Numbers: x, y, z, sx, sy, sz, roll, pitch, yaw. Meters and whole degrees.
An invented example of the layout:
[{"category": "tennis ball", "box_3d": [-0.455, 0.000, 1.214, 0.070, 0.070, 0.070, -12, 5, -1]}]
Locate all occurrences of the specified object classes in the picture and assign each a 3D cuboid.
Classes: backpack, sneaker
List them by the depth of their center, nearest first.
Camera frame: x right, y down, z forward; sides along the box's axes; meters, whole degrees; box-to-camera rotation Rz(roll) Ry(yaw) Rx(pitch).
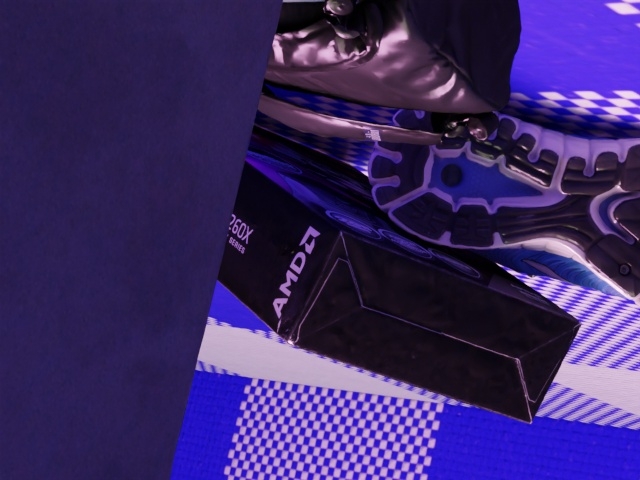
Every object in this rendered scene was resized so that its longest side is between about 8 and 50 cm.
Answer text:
[{"category": "backpack", "box_3d": [0.005, -0.129, 1.023, 0.182, 0.115, 0.152, 8, 157, 34]}, {"category": "sneaker", "box_3d": [0.198, -0.024, 1.385, 0.330, 0.130, 0.147, 18, -177, 2]}]

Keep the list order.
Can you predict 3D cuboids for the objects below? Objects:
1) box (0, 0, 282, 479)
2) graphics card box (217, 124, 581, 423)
[{"category": "box", "box_3d": [-0.291, -0.076, 0.670, 0.471, 0.480, 0.297, 7, 169, 33]}, {"category": "graphics card box", "box_3d": [0.000, 0.000, 1.452, 0.232, 0.094, 0.371, 21, -170, -33]}]
